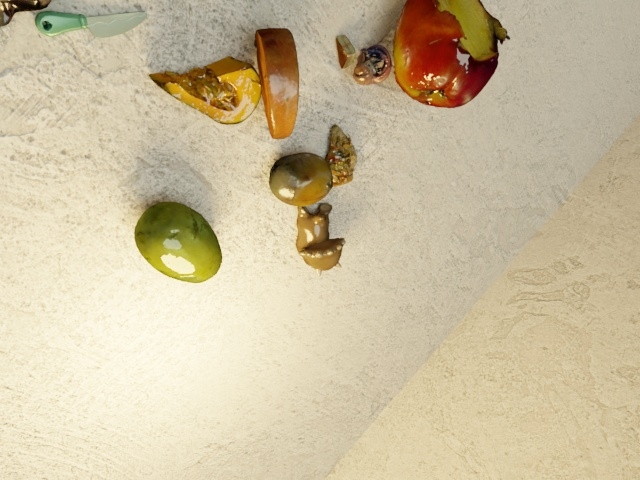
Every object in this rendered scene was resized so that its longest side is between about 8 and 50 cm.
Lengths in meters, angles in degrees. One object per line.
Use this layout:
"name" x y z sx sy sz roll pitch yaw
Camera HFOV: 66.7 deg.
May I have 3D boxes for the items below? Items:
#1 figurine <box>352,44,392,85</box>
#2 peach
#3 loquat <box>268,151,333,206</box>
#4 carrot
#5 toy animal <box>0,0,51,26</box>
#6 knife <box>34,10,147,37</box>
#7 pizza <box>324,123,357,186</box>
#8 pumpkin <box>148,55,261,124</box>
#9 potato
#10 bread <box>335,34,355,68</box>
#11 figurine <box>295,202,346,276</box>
"figurine" 0.158 -0.564 1.612 0.157 0.114 0.126 -49 118 -22
"peach" 0.395 -0.653 1.567 0.339 0.353 0.416 11 93 -38
"loquat" -0.066 -0.202 1.623 0.227 0.179 0.179 -11 120 -27
"carrot" -0.130 -0.443 1.398 0.100 0.258 0.307 -4 115 -12
"toy animal" -0.688 -0.547 0.976 0.344 0.194 0.302 5 135 -18
"knife" -0.554 -0.530 1.197 0.260 0.034 0.063 -17 127 -31
"pizza" 0.078 -0.292 1.743 0.147 0.069 0.226 5 112 -34
"pumpkin" -0.298 -0.443 1.349 0.280 0.139 0.190 25 103 -44
"potato" -0.419 0.010 1.471 0.216 0.216 0.304 -48 130 -3
"bread" 0.086 -0.606 1.578 0.043 0.062 0.109 -30 131 -20
"figurine" 0.003 0.003 1.784 0.177 0.173 0.247 -3 116 -33
